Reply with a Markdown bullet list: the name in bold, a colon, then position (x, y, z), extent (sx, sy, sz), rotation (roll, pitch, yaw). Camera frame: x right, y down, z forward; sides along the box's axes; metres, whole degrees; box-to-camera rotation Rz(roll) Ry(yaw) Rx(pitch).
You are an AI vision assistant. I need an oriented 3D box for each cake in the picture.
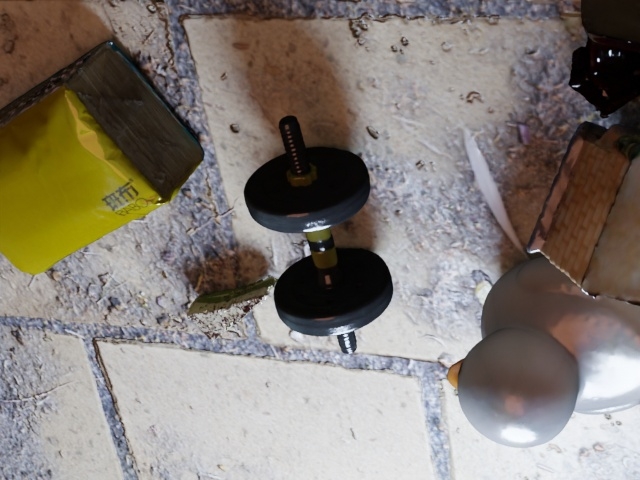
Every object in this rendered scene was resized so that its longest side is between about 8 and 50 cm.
- **cake**: position (-0.102, 0.086, 1.813), extent (0.140, 0.051, 0.055), rotation (-17, 116, 36)

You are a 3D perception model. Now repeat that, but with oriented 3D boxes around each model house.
- **model house**: position (0.313, -0.035, 1.444), extent (0.183, 0.172, 0.166), rotation (13, 103, -27)
- **model house**: position (0.340, -0.176, 1.378), extent (0.203, 0.141, 0.164), rotation (25, 158, 33)

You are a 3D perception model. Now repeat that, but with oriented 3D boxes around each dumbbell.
- **dumbbell**: position (0.000, 0.000, 1.639), extent (0.143, 0.143, 0.325), rotation (2, 126, 24)

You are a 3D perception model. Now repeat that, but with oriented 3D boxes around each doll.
- **doll**: position (0.259, 0.133, 1.576), extent (0.251, 0.221, 0.221), rotation (-5, 123, 28)

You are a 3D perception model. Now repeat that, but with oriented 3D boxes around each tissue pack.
- **tissue pack**: position (-0.305, -0.090, 1.718), extent (0.271, 0.134, 0.192), rotation (-26, 112, 38)
